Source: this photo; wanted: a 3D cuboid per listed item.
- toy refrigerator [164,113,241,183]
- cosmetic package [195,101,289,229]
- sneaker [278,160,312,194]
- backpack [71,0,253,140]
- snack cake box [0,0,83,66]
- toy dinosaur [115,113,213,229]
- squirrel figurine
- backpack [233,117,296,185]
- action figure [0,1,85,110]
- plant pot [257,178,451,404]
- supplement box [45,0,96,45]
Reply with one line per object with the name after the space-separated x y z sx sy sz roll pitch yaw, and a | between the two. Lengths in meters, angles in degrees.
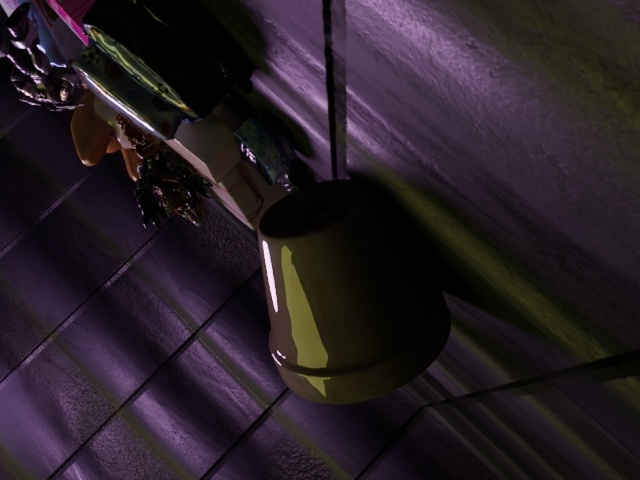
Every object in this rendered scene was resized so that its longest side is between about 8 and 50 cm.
-0.275 -0.238 1.323 0.269 0.094 0.102 39 169 14 | toy refrigerator
-0.194 -0.167 1.524 0.153 0.129 0.296 39 169 27 | cosmetic package
-0.063 -0.128 1.383 0.089 0.051 0.170 37 163 38 | sneaker
-0.274 -0.292 1.145 0.276 0.213 0.263 44 -178 -14 | backpack
-0.623 -0.537 1.521 0.089 0.152 0.264 7 148 13 | snack cake box
-0.362 -0.143 1.550 0.322 0.164 0.218 32 -165 -33 | toy dinosaur
-0.450 -0.312 1.788 0.397 0.281 0.370 56 -173 27 | squirrel figurine
-0.103 -0.172 1.247 0.105 0.084 0.114 44 174 20 | backpack
-0.634 -0.388 1.533 0.185 0.099 0.285 -2 151 8 | action figure
0.032 0.060 1.155 0.323 0.323 0.280 30 145 58 | plant pot
-0.475 -0.481 1.424 0.220 0.114 0.111 49 169 -15 | supplement box
